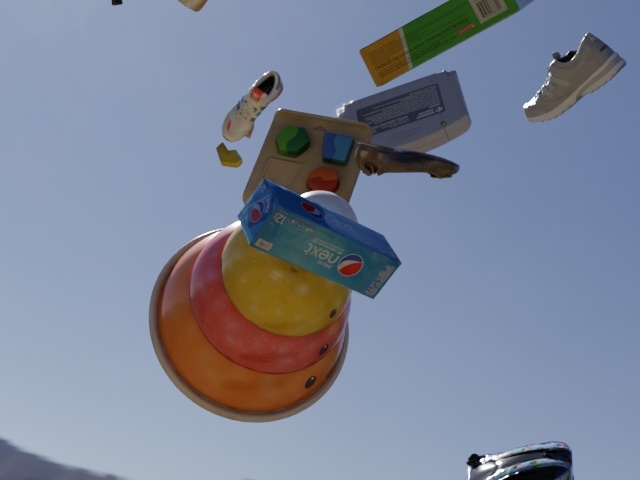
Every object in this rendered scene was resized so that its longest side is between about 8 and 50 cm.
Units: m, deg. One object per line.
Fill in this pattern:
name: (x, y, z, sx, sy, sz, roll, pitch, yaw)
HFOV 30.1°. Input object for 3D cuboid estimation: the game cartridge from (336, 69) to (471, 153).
game cartridge: (0.190, -0.274, 2.738, 0.297, 0.198, 0.062, -17, -38, 10)

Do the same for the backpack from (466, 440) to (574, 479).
backpack: (0.318, 0.386, 1.844, 0.173, 0.116, 0.158, -21, 11, 15)

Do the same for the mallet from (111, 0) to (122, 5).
mallet: (-0.341, -0.486, 1.966, 0.062, 0.189, 0.039, -17, 10, -17)

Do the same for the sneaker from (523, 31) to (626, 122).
sneaker: (0.520, -0.347, 2.521, 0.115, 0.105, 0.281, 52, -38, -1)

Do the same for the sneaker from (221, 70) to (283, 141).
sneaker: (-0.132, -0.260, 2.257, 0.057, 0.161, 0.075, 40, -10, 8)

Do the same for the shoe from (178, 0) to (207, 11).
shoe: (-0.244, -0.596, 2.646, 0.058, 0.076, 0.219, 24, -51, -29)

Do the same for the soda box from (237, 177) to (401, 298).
soda box: (0.000, 0.000, 1.545, 0.210, 0.067, 0.071, 25, 22, -33)

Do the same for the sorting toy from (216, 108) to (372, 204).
sorting toy: (-0.071, -0.162, 2.372, 0.307, 0.229, 0.041, 11, -26, 15)

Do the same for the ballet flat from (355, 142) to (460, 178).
ballet flat: (0.159, -0.137, 2.189, 0.250, 0.058, 0.084, 5, 8, -43)

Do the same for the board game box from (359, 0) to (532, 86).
board game box: (0.209, -0.343, 1.885, 0.242, 0.064, 0.316, -27, 6, 19)

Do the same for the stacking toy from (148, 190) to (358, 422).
stacking toy: (-0.061, 0.065, 1.859, 0.351, 0.350, 0.480, 15, -26, -12)
